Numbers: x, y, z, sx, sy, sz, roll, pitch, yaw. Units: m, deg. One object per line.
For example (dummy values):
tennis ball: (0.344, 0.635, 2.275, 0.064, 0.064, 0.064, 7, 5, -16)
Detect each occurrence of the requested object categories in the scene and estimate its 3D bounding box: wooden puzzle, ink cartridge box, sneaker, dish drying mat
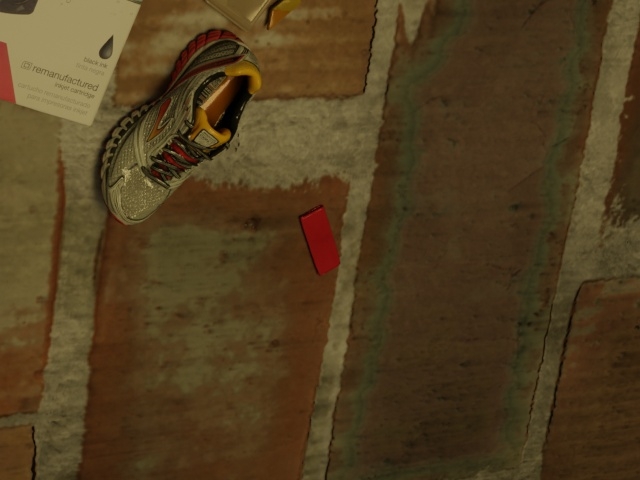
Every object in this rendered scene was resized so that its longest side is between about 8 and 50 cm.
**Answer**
wooden puzzle: (-0.077, -0.259, 1.552, 0.078, 0.014, 0.116, -50, 127, -3)
ink cartridge box: (-0.257, -0.250, 1.404, 0.172, 0.100, 0.237, 15, 107, -34)
sneaker: (-0.144, -0.110, 1.543, 0.088, 0.093, 0.225, 30, 99, -36)
dish drying mat: (0.000, 0.000, 1.730, 0.032, 0.008, 0.083, -27, 124, -14)
